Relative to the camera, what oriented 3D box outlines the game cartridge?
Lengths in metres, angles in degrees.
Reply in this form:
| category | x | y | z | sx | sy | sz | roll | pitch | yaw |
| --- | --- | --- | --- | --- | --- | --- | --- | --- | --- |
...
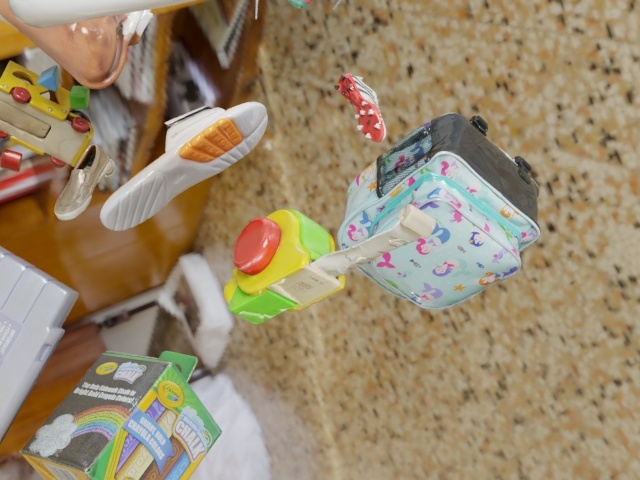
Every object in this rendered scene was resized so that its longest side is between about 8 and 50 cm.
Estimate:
| category | x | y | z | sx | sy | sz | roll | pitch | yaw |
| --- | --- | --- | --- | --- | --- | --- | --- | --- | --- |
| game cartridge | -0.514 | 0.175 | 1.530 | 0.230 | 0.355 | 0.068 | 30 | 179 | 5 |

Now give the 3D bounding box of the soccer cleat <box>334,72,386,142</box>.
| category | x | y | z | sx | sy | sz | roll | pitch | yaw |
| --- | --- | --- | --- | --- | --- | --- | --- | --- | --- |
| soccer cleat | 0.045 | -0.129 | 1.055 | 0.029 | 0.036 | 0.083 | -52 | 58 | 36 |

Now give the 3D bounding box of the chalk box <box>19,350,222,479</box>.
| category | x | y | z | sx | sy | sz | roll | pitch | yaw |
| --- | --- | --- | --- | --- | --- | --- | --- | --- | --- |
| chalk box | -0.299 | 0.302 | 1.777 | 0.180 | 0.289 | 0.179 | 4 | 134 | 41 |

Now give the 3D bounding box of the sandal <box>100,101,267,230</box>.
| category | x | y | z | sx | sy | sz | roll | pitch | yaw |
| --- | --- | --- | --- | --- | --- | --- | --- | --- | --- |
| sandal | -0.190 | -0.117 | 1.438 | 0.076 | 0.265 | 0.102 | 48 | 163 | 25 |

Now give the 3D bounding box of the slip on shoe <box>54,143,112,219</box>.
| category | x | y | z | sx | sy | sz | roll | pitch | yaw |
| --- | --- | --- | --- | --- | --- | --- | --- | --- | --- |
| slip on shoe | -0.352 | -0.086 | 1.610 | 0.051 | 0.135 | 0.041 | 7 | 138 | 27 |

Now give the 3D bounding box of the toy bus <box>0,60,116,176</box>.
| category | x | y | z | sx | sy | sz | roll | pitch | yaw |
| --- | --- | --- | --- | --- | --- | --- | --- | --- | --- |
| toy bus | -0.433 | -0.200 | 1.745 | 0.104 | 0.191 | 0.202 | -85 | -16 | -47 |

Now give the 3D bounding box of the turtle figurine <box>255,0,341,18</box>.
| category | x | y | z | sx | sy | sz | roll | pitch | yaw |
| --- | --- | --- | --- | --- | --- | --- | --- | --- | --- |
| turtle figurine | -0.005 | -0.388 | 1.437 | 0.118 | 0.175 | 0.234 | -84 | 11 | -78 |

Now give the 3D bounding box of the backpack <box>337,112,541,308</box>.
| category | x | y | z | sx | sy | sz | roll | pitch | yaw |
| --- | --- | --- | --- | --- | --- | --- | --- | --- | --- |
| backpack | 0.153 | -0.022 | 1.511 | 0.225 | 0.191 | 0.253 | 37 | 134 | -25 |

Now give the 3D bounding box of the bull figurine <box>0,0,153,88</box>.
| category | x | y | z | sx | sy | sz | roll | pitch | yaw |
| --- | --- | --- | --- | --- | --- | --- | --- | --- | --- |
| bull figurine | -0.391 | -0.356 | 1.568 | 0.310 | 0.188 | 0.101 | 41 | 167 | -10 |

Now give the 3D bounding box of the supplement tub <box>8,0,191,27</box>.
| category | x | y | z | sx | sy | sz | roll | pitch | yaw |
| --- | --- | --- | --- | --- | --- | --- | --- | --- | --- |
| supplement tub | -0.192 | -0.326 | 0.915 | 0.191 | 0.191 | 0.272 | 15 | 119 | 60 |

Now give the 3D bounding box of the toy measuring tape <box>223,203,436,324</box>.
| category | x | y | z | sx | sy | sz | roll | pitch | yaw |
| --- | --- | --- | --- | --- | --- | --- | --- | --- | --- |
| toy measuring tape | 0.000 | 0.000 | 1.231 | 0.330 | 0.121 | 0.121 | -29 | 84 | 42 |
